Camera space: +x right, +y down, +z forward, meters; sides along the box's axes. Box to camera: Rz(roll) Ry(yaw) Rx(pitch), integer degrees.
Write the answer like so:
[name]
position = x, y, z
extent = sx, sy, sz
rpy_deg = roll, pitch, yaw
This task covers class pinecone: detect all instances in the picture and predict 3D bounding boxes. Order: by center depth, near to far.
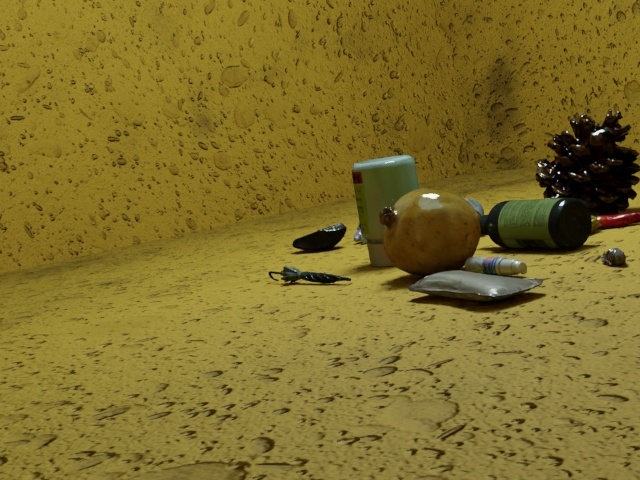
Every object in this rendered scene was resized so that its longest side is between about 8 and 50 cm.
[pinecone]
position = 0.631, -0.176, 2.226
extent = 0.244, 0.257, 0.243
rpy_deg = 3, -1, 0

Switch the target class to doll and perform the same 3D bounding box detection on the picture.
[doll]
position = 0.143, -0.043, 2.545
extent = 0.102, 0.075, 0.227
rpy_deg = -18, 14, 13

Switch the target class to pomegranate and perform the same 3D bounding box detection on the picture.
[pomegranate]
position = 0.199, -0.019, 1.772
extent = 0.196, 0.196, 0.196
rpy_deg = -9, 6, 1

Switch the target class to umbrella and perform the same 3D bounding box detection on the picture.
[umbrella]
position = -0.033, 0.071, 1.937
extent = 0.269, 0.044, 0.044
rpy_deg = -3, 39, 52

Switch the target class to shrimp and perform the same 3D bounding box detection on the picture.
[shrimp]
position = 0.496, 0.028, 1.603
extent = 0.038, 0.029, 0.092
rpy_deg = -16, -1, 14

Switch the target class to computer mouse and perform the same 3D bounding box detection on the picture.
[computer mouse]
position = 0.000, 0.000, 2.483
extent = 0.172, 0.057, 0.099
rpy_deg = -19, 1, 35

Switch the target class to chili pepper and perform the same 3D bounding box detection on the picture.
[chili pepper]
position = 0.658, -0.046, 2.020
extent = 0.178, 0.027, 0.045
rpy_deg = -6, 6, 16

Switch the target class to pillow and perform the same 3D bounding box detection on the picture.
[pillow]
position = 0.246, 0.071, 1.509
extent = 0.131, 0.038, 0.233
rpy_deg = -9, 6, -28

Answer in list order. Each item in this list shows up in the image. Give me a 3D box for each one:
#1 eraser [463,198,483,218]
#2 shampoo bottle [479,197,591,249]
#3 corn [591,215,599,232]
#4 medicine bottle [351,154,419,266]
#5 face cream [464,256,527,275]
[eraser]
position = 0.320, -0.051, 2.338
extent = 0.174, 0.081, 0.227
rpy_deg = -4, 6, 10
[shampoo bottle]
position = 0.414, -0.033, 1.925
extent = 0.101, 0.101, 0.284
rpy_deg = -13, 7, -32
[corn]
position = 0.557, -0.030, 1.987
extent = 0.037, 0.037, 0.092
rpy_deg = -3, 9, 44
[medicine bottle]
position = 0.150, -0.065, 2.033
extent = 0.139, 0.225, 0.139
rpy_deg = -10, 6, 1
[face cream]
position = 0.311, 0.046, 1.664
extent = 0.034, 0.034, 0.130
rpy_deg = -13, 8, -34
